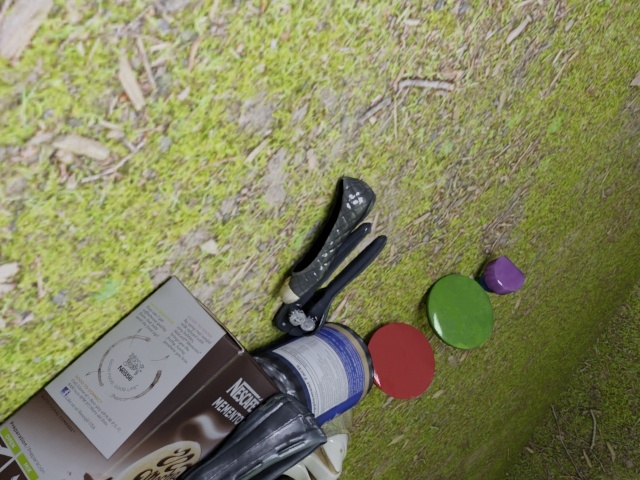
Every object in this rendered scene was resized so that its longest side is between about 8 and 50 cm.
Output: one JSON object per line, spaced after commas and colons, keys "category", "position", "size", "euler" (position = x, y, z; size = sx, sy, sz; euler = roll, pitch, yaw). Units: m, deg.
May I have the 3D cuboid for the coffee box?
{"category": "coffee box", "position": [-0.198, 0.198, 0.783], "size": [0.297, 0.119, 0.168], "euler": [-42, 152, -9]}

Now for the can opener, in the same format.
{"category": "can opener", "position": [0.009, 0.049, 0.950], "size": [0.186, 0.059, 0.073], "euler": [-52, -164, 25]}

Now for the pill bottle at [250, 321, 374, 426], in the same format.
{"category": "pill bottle", "position": [-0.040, 0.187, 0.974], "size": [0.219, 0.123, 0.122], "euler": [-18, 141, -49]}

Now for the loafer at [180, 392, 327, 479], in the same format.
{"category": "loafer", "position": [-0.090, 0.255, 0.799], "size": [0.223, 0.078, 0.076], "euler": [-42, 155, -11]}

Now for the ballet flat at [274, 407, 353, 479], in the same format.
{"category": "ballet flat", "position": [-0.034, 0.346, 1.210], "size": [0.349, 0.123, 0.123], "euler": [-1, 128, -54]}

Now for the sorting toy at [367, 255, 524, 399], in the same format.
{"category": "sorting toy", "position": [0.194, 0.145, 1.320], "size": [0.366, 0.127, 0.126], "euler": [-33, 178, -30]}

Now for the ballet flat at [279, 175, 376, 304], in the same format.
{"category": "ballet flat", "position": [0.000, 0.000, 0.900], "size": [0.049, 0.057, 0.173], "euler": [30, 104, -21]}
